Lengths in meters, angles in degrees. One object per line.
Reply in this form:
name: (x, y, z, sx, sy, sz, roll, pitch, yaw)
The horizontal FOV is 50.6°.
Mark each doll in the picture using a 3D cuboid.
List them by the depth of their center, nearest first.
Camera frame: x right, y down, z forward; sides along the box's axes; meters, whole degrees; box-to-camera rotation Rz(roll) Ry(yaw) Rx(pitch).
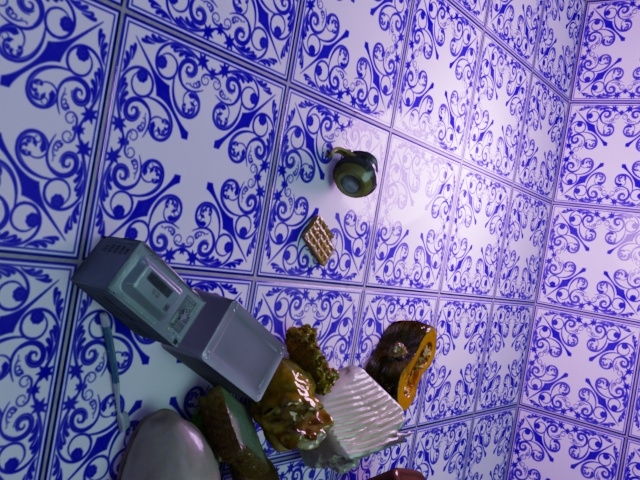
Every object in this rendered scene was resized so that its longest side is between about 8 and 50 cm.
doll: (-0.275, 0.475, 1.621, 0.115, 0.050, 0.190, -45, 135, -45)

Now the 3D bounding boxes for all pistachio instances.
pistachio: (-0.326, 0.528, 1.458, 0.226, 0.208, 0.331, 1, 84, -16)

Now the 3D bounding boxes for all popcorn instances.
popcorn: (-0.090, 0.417, 1.695, 0.190, 0.253, 0.191, -46, 134, 15)

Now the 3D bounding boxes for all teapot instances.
teapot: (0.091, -0.199, 1.896, 0.166, 0.130, 0.119, 45, 41, -11)

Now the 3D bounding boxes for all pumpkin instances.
pumpkin: (0.261, 0.389, 2.207, 0.317, 0.139, 0.221, -52, 137, -30)

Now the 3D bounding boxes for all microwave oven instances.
microwave oven: (-0.356, 0.099, 1.348, 0.208, 0.162, 0.122, 52, 57, -39)

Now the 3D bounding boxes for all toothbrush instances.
toothbrush: (-0.426, 0.274, 1.408, 0.025, 0.019, 0.275, -27, 118, -52)

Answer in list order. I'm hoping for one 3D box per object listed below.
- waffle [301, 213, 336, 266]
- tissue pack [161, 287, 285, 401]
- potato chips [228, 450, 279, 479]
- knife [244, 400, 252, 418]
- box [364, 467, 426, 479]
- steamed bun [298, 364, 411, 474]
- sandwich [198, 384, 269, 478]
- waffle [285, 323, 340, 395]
waffle: (0.000, 0.000, 1.887, 0.092, 0.021, 0.135, -58, 137, -26)
tissue pack: (-0.217, 0.247, 1.573, 0.159, 0.136, 0.246, -61, 139, -23)
potato chips: (-0.174, 0.592, 1.695, 0.062, 0.208, 0.195, -41, 167, 12)
knife: (-0.169, 0.434, 1.768, 0.244, 0.032, 0.058, -33, 123, -38)
box: (0.232, 0.893, 2.072, 0.239, 0.229, 0.339, 31, 33, -51)
steamed bun: (0.054, 0.531, 1.922, 0.290, 0.273, 0.272, -17, 154, -46)
sandwich: (-0.202, 0.449, 1.580, 0.065, 0.186, 0.214, -27, 144, 0)
waffle: (-0.022, 0.314, 1.790, 0.070, 0.197, 0.193, -25, 106, -25)
